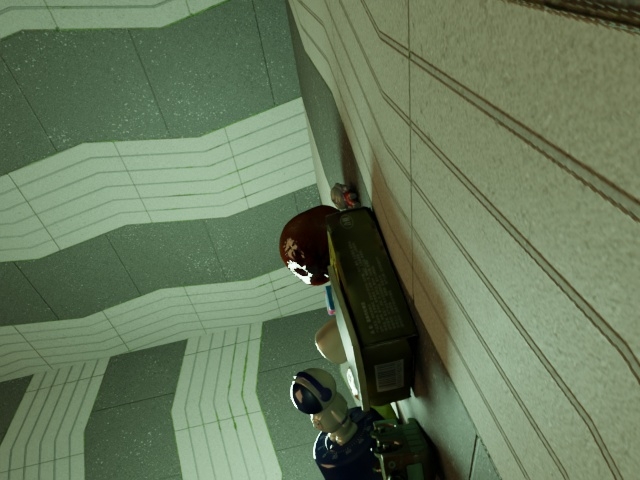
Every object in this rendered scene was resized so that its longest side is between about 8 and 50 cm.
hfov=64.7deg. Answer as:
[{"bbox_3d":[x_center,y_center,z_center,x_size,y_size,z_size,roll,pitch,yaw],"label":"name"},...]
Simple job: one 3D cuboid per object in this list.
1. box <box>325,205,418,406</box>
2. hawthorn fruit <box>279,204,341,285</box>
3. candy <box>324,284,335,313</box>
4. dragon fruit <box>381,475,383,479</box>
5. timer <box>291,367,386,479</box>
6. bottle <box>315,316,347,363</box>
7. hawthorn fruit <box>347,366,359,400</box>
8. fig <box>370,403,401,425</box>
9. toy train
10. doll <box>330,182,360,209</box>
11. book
[{"bbox_3d":[0.130,0.181,1.365,0.372,0.139,0.420,80,175,-52],"label":"box"},{"bbox_3d":[0.008,0.012,1.811,0.311,0.295,0.294,-45,-50,-51],"label":"hawthorn fruit"},{"bbox_3d":[0.101,0.233,2.052,0.306,0.158,0.100,85,173,-77],"label":"candy"},{"bbox_3d":[0.237,0.757,1.337,0.163,0.190,0.261,146,111,-76],"label":"dragon fruit"},{"bbox_3d":[0.043,0.549,1.543,0.383,0.271,0.270,56,-177,-14],"label":"timer"},{"bbox_3d":[0.106,0.306,1.760,0.148,0.236,0.147,37,-158,-17],"label":"bottle"},{"bbox_3d":[0.177,0.449,1.651,0.179,0.174,0.173,126,138,-50],"label":"hawthorn fruit"},{"bbox_3d":[0.180,0.694,1.801,0.233,0.233,0.313,82,168,-63],"label":"fig"},{"bbox_3d":[0.210,0.564,1.313,0.326,0.160,0.129,60,-161,-86],"label":"toy train"},{"bbox_3d":[0.078,-0.142,1.660,0.102,0.075,0.227,68,168,-17],"label":"doll"},{"bbox_3d":[0.067,0.231,1.248,0.310,0.021,0.216,-108,7,-58],"label":"book"}]
